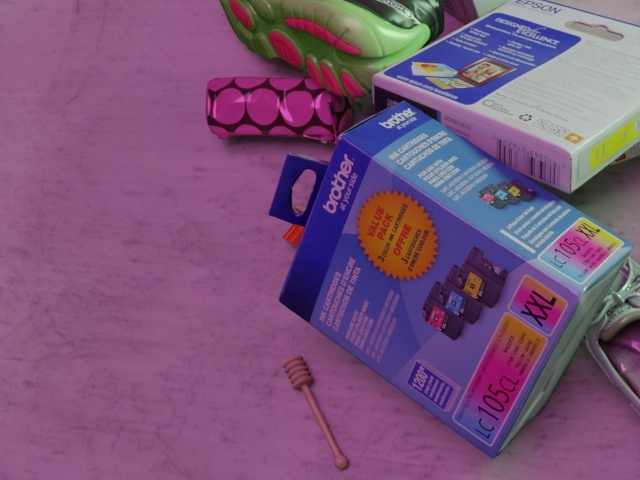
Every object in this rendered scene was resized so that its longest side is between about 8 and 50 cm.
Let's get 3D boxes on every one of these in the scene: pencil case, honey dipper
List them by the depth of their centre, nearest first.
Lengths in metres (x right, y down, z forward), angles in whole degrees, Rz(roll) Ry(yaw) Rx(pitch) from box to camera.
[{"bbox_3d":[-0.005,0.223,1.637,0.030,0.030,0.161,-29,64,6],"label":"honey dipper"},{"bbox_3d":[-0.060,-0.182,1.794,0.209,0.095,0.098,3,84,23],"label":"pencil case"}]

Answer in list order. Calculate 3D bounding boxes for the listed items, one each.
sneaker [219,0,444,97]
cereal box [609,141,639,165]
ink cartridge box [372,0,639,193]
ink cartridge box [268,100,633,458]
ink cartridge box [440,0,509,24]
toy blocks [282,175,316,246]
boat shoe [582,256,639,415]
[{"bbox_3d":[-0.006,-0.354,1.798,0.202,0.185,0.483,-29,47,-22],"label":"sneaker"},{"bbox_3d":[0.453,-0.203,1.611,0.240,0.047,0.173,-20,44,10],"label":"cereal box"},{"bbox_3d":[0.276,-0.195,1.582,0.303,0.072,0.307,26,43,38],"label":"ink cartridge box"},{"bbox_3d":[0.123,0.025,1.502,0.395,0.270,0.151,36,39,21],"label":"ink cartridge box"},{"bbox_3d":[0.167,-0.403,1.761,0.218,0.158,0.092,38,83,29],"label":"ink cartridge box"},{"bbox_3d":[0.000,0.000,1.713,0.123,0.054,0.148,32,82,27],"label":"toy blocks"},{"bbox_3d":[0.382,0.130,1.492,0.118,0.103,0.320,-27,62,7],"label":"boat shoe"}]
